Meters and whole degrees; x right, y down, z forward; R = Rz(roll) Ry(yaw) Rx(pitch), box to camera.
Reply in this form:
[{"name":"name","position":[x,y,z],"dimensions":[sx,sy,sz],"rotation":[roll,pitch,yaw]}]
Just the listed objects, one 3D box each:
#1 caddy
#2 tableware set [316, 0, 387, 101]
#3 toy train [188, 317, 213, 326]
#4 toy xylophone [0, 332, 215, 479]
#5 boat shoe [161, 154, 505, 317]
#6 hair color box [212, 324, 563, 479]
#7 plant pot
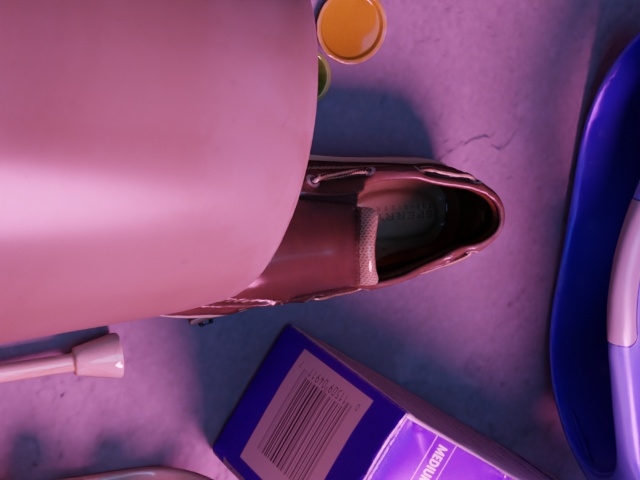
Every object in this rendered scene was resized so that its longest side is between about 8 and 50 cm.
[{"name":"caddy","position":[0.257,0.021,1.052],"dimensions":[0.179,0.241,0.341],"rotation":[1,103,-28]},{"name":"tableware set","position":[0.015,-0.159,1.018],"dimensions":[0.154,0.024,0.104],"rotation":[-43,116,-8]},{"name":"toy train","position":[-0.084,-0.019,1.004],"dimensions":[0.027,0.036,0.158],"rotation":[-19,110,-18]},{"name":"toy xylophone","position":[-0.197,0.190,0.986],"dimensions":[0.322,0.081,0.236],"rotation":[-14,108,-20]},{"name":"boat shoe","position":[0.000,-0.008,0.984],"dimensions":[0.257,0.095,0.095],"rotation":[-14,106,-33]},{"name":"hair color box","position":[0.115,0.194,1.065],"dimensions":[0.339,0.185,0.110],"rotation":[30,91,-26]},{"name":"plant pot","position":[-0.166,-0.073,0.799],"dimensions":[0.280,0.323,0.323],"rotation":[8,100,-26]}]
